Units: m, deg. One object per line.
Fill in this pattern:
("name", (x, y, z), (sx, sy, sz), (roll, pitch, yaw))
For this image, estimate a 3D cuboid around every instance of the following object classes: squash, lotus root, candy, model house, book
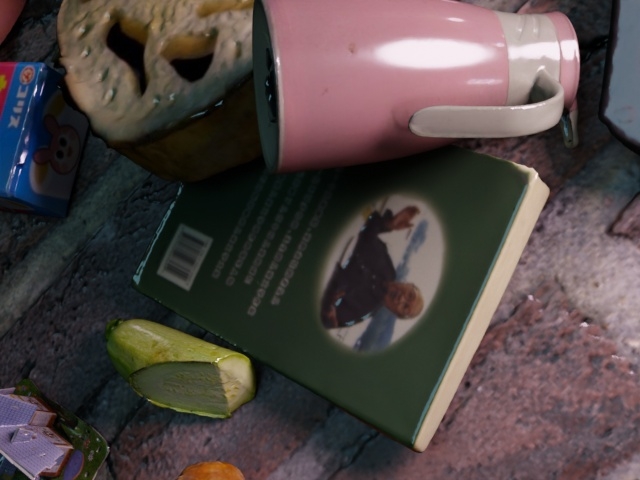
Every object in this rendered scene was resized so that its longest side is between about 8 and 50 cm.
("squash", (-0.162, 0.122, 0.945), (0.200, 0.090, 0.075), (14, 72, 37))
("lotus root", (-0.122, -0.250, 0.988), (0.375, 0.111, 0.390), (2, 70, 30))
("candy", (-0.425, -0.125, 1.147), (0.306, 0.100, 0.157), (6, 78, 31))
("model house", (-0.318, 0.218, 0.994), (0.167, 0.088, 0.117), (30, 91, 32))
("book", (0.000, 0.000, 0.907), (0.371, 0.043, 0.260), (25, 89, 34))

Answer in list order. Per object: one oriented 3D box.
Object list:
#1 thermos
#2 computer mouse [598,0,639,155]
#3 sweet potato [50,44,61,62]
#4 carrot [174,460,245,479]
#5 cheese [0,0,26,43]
("thermos", (0.084, -0.131, 0.787), (0.265, 0.146, 0.176), (-5, 35, -8))
("computer mouse", (0.303, -0.188, 0.765), (0.138, 0.086, 0.269), (5, 87, 24))
("sweet potato", (-0.289, -0.257, 1.140), (0.117, 0.049, 0.049), (-49, 59, 16))
("carrot", (-0.110, 0.306, 0.829), (0.159, 0.159, 0.225), (-14, 59, 25))
("cheese", (-0.459, -0.299, 1.176), (0.128, 0.203, 0.177), (7, 94, 28))
